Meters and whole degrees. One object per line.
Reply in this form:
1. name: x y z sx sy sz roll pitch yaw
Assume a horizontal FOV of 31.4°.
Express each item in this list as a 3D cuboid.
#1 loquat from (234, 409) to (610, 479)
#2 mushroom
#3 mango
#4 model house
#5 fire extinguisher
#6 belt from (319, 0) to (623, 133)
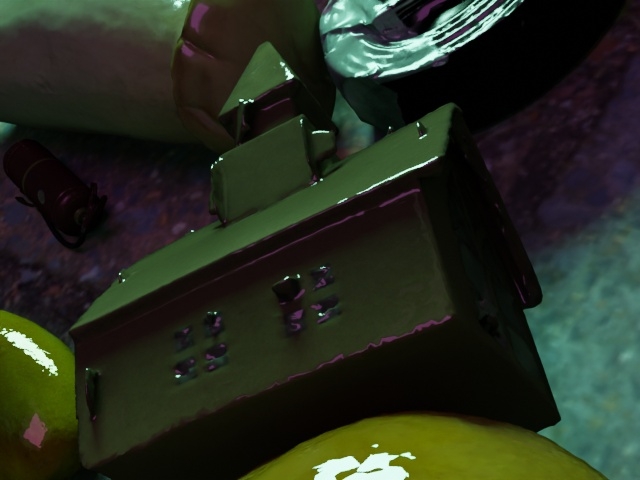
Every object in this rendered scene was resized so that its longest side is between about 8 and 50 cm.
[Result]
1. loquat: 0.023 0.150 0.395 0.234 0.187 0.176 -12 40 -9
2. mushroom: -0.156 -0.145 0.818 0.407 0.137 0.154 14 54 39
3. mango: -0.192 0.099 0.687 0.161 0.076 0.103 22 66 41
4. model house: 0.000 0.000 0.550 0.180 0.176 0.248 -24 50 18
5. fire extinguisher: -0.191 -0.034 0.821 0.132 0.039 0.056 37 114 46
6. belt: 0.088 -0.150 0.688 0.198 0.078 0.151 -45 44 -2
